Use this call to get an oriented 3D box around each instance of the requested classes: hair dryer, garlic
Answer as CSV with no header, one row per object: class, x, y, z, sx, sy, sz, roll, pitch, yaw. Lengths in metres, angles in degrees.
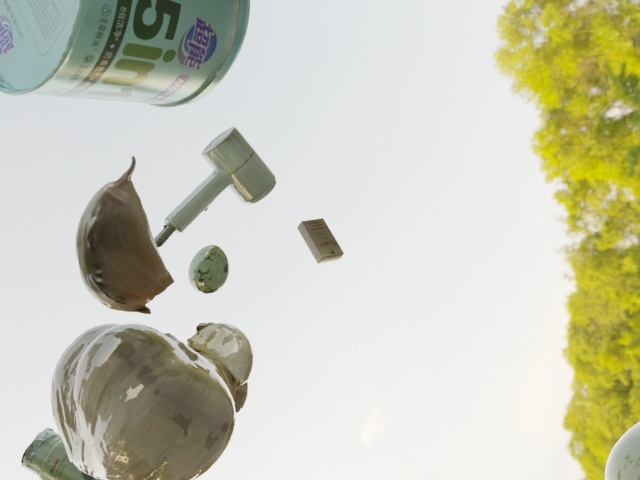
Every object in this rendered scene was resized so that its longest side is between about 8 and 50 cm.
hair dryer,-0.269,-0.091,1.472,0.357,0.107,0.173,-48,-69,-23
garlic,-0.251,0.345,1.449,0.281,0.203,0.185,-48,-31,-21
garlic,-0.202,0.004,0.624,0.084,0.066,0.152,-21,-88,-28
garlic,-0.210,0.176,0.705,0.178,0.229,0.143,-58,-18,-26

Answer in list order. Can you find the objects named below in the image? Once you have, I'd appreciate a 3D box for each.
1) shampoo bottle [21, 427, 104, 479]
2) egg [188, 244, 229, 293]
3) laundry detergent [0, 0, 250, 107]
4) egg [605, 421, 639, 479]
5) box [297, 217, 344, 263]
shampoo bottle,-0.319,0.342,0.899,0.049,0.212,0.072,113,-177,-70
egg,-0.231,0.060,1.317,0.085,0.085,0.110,-17,-53,-57
laundry detergent,-0.266,-0.326,0.836,0.305,0.287,0.287,-11,-75,-54
egg,0.546,0.356,0.909,0.269,0.219,0.219,0,-83,-21
box,0.000,0.000,1.137,0.053,0.024,0.083,-9,-119,-40
